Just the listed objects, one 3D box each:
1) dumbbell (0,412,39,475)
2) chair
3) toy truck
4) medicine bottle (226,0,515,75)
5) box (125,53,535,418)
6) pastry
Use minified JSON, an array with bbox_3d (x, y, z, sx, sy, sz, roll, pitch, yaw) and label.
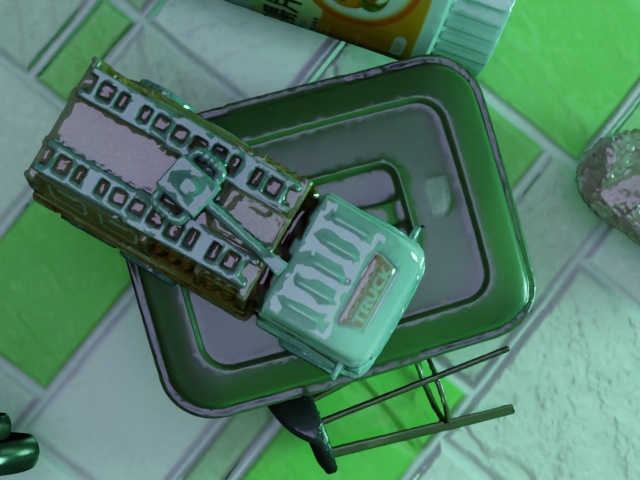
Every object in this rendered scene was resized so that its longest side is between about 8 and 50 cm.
[{"bbox_3d":[-0.331,0.253,1.210,0.192,0.192,0.290,-4,88,-5],"label":"dumbbell"},{"bbox_3d":[0.064,0.147,1.297,0.221,0.104,0.095,-16,105,-8],"label":"chair"},{"bbox_3d":[-0.067,-0.016,1.087,0.305,0.162,0.136,30,85,0],"label":"toy truck"},{"bbox_3d":[0.019,-0.261,1.282,0.318,0.158,0.158,18,85,-3],"label":"medicine bottle"},{"bbox_3d":[0.000,0.000,1.259,0.328,0.178,0.253,-15,86,-3],"label":"box"},{"bbox_3d":[0.357,-0.006,1.321,0.265,0.112,0.103,40,97,11],"label":"pastry"}]
